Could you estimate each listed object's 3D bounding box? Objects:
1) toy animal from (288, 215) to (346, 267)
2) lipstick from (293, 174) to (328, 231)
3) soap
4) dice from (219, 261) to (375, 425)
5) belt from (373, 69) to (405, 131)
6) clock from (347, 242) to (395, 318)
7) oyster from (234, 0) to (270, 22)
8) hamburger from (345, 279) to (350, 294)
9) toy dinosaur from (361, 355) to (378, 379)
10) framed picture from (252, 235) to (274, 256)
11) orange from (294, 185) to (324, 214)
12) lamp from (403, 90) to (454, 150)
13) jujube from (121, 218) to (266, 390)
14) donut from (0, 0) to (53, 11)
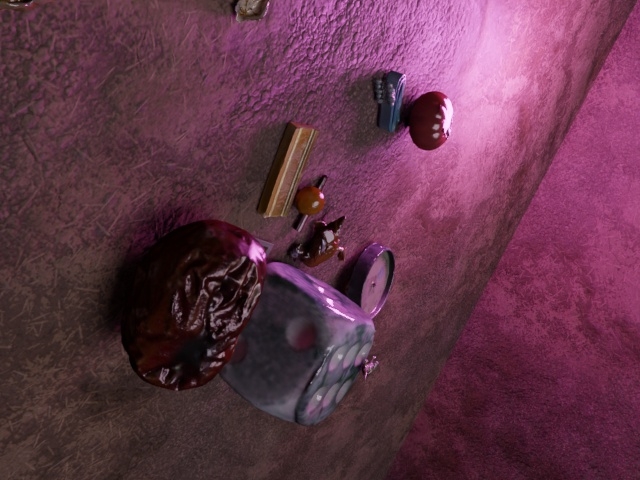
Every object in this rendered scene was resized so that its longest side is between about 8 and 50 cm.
[{"bbox_3d":[0.000,0.000,1.722,0.179,0.089,0.188,9,117,-40],"label":"toy animal"},{"bbox_3d":[-0.025,-0.106,1.637,0.027,0.027,0.176,19,102,-58],"label":"lipstick"},{"bbox_3d":[-0.084,-0.175,1.483,0.092,0.037,0.252,-2,121,-51],"label":"soap"},{"bbox_3d":[-0.068,0.279,1.609,0.330,0.348,0.328,-58,154,6],"label":"dice"},{"bbox_3d":[0.192,-0.384,1.645,0.100,0.065,0.179,-42,147,-39],"label":"belt"},{"bbox_3d":[0.183,0.148,2.056,0.280,0.055,0.280,-38,137,-47],"label":"clock"},{"bbox_3d":[-0.133,-0.464,1.159,0.093,0.034,0.051,-26,123,-22],"label":"oyster"},{"bbox_3d":[0.119,0.169,2.062,0.076,0.044,0.083,-50,145,-12],"label":"hamburger"},{"bbox_3d":[0.139,0.359,1.655,0.058,0.037,0.180,-67,162,-2],"label":"toy dinosaur"},{"bbox_3d":[-0.250,0.071,1.503,0.216,0.016,0.273,-60,149,4],"label":"framed picture"},{"bbox_3d":[-0.030,-0.108,1.586,0.085,0.085,0.085,-34,142,-32],"label":"orange"},{"bbox_3d":[0.330,-0.366,1.786,0.182,0.140,0.182,-41,138,-51],"label":"lamp"},{"bbox_3d":[-0.277,0.135,1.278,0.276,0.276,0.376,12,102,-56],"label":"jujube"},{"bbox_3d":[-0.389,-0.444,0.721,0.299,0.150,0.317,-4,122,-56],"label":"donut"}]
